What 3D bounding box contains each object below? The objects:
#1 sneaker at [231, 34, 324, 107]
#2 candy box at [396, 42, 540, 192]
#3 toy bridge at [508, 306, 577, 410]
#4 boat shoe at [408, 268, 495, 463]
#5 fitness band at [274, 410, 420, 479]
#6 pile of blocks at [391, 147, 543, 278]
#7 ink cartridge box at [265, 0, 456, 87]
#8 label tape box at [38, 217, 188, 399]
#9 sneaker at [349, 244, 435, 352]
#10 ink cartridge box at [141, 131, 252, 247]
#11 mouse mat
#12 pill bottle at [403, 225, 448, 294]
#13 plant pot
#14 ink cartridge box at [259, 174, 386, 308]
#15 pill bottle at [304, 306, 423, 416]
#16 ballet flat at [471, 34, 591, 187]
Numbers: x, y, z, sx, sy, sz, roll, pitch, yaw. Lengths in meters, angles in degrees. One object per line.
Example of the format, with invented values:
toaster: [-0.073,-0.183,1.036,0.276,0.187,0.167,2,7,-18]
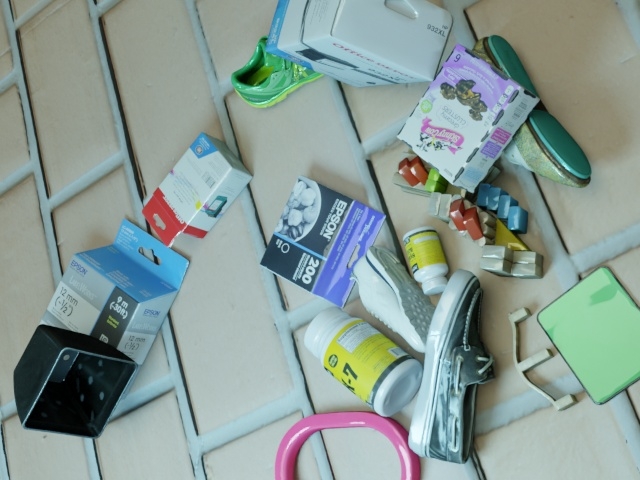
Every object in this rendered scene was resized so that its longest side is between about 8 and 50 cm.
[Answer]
sneaker: [-0.060,-0.380,1.906,0.295,0.123,0.109,-35,62,21]
candy box: [0.249,-0.209,1.578,0.165,0.070,0.196,46,111,38]
toy bridge: [0.362,0.204,1.559,0.063,0.026,0.188,-35,62,23]
boat shoe: [0.247,0.221,1.590,0.119,0.121,0.335,13,97,26]
fitness band: [0.046,0.422,1.700,0.290,0.054,0.209,-9,71,30]
pile of blocks: [0.262,-0.073,1.636,0.149,0.112,0.362,-52,58,12]
ink cartridge box: [0.064,-0.380,1.695,0.307,0.223,0.129,15,87,65]
label tape box: [-0.472,0.143,2.058,0.249,0.115,0.348,30,97,33]
sneaker: [0.137,0.121,1.699,0.095,0.090,0.235,-50,54,28]
ink cartridge box: [-0.272,-0.101,2.005,0.231,0.078,0.134,-49,58,14]
mouse mat: [0.463,0.155,1.518,0.152,0.007,0.190,-40,60,19]
pill bottle: [0.196,0.038,1.681,0.065,0.065,0.116,-27,66,25]
plant pot: [-0.525,0.277,1.900,0.167,0.187,0.188,35,99,44]
ink cartridge box: [0.000,0.000,1.829,0.208,0.045,0.206,26,93,33]
pill bottle: [0.075,0.216,1.685,0.208,0.119,0.119,35,99,34]
ballet flat: [0.351,-0.206,1.619,0.123,0.123,0.349,-36,62,21]
